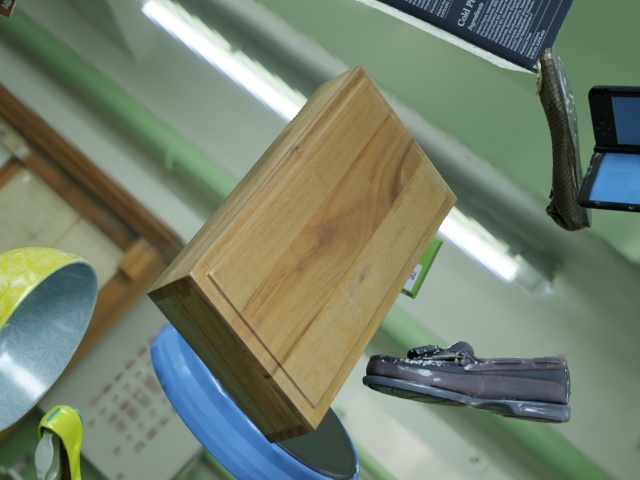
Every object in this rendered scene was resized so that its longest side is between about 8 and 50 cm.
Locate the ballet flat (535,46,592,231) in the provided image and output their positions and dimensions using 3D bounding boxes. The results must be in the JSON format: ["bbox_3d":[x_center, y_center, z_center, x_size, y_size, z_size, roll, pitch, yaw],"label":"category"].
[{"bbox_3d":[0.300,-0.124,1.656,0.058,0.084,0.250,-6,-63,20],"label":"ballet flat"}]

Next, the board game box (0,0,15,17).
[{"bbox_3d":[-0.431,-0.473,1.981,0.027,0.145,0.281,26,-33,-13],"label":"board game box"}]

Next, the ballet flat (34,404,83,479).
[{"bbox_3d":[-0.393,0.356,1.926,0.077,0.231,0.077,10,18,20],"label":"ballet flat"}]

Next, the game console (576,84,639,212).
[{"bbox_3d":[0.364,-0.105,1.485,0.144,0.085,0.124,7,-57,37],"label":"game console"}]

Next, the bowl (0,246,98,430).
[{"bbox_3d":[-0.469,0.118,1.869,0.156,0.289,0.289,29,-13,13],"label":"bowl"}]

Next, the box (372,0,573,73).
[{"bbox_3d":[0.209,-0.405,2.021,0.312,0.179,0.343,23,8,-5],"label":"box"}]

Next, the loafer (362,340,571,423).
[{"bbox_3d":[0.195,0.173,1.699,0.302,0.095,0.109,13,-11,-23],"label":"loafer"}]

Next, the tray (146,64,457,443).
[{"bbox_3d":[0.000,0.000,1.390,0.076,0.411,0.203,-23,-69,39],"label":"tray"}]

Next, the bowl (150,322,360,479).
[{"bbox_3d":[-0.091,0.257,1.999,0.391,0.077,0.391,42,12,-11],"label":"bowl"}]

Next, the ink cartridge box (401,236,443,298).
[{"bbox_3d":[0.036,-0.015,1.915,0.255,0.097,0.189,27,0,-4],"label":"ink cartridge box"}]
